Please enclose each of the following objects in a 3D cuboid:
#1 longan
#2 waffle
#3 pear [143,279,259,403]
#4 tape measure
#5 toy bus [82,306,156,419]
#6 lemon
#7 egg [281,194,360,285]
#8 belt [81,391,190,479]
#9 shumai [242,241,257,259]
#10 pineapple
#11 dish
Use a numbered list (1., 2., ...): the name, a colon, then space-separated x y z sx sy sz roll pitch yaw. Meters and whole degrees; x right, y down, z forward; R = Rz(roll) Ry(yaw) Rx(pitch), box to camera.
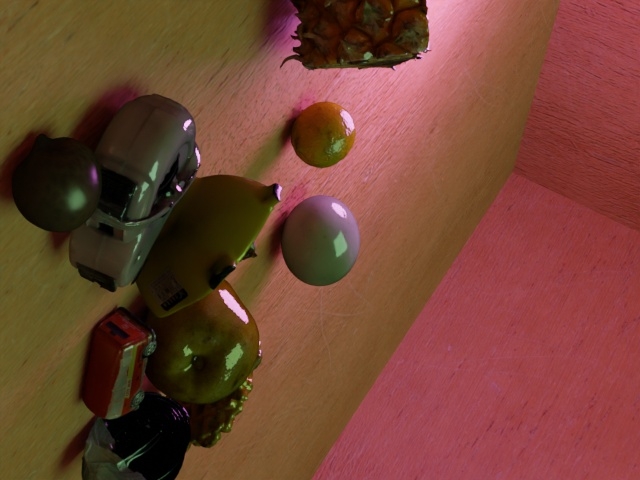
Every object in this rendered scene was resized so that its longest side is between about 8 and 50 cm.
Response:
1. longan: -0.293 -0.065 1.380 0.113 0.092 0.113 -4 96 -48
2. waffle: -0.181 0.240 2.065 0.059 0.238 0.243 32 85 -31
3. pear: -0.189 0.156 1.908 0.200 0.200 0.200 -55 163 -26
4. tape measure: -0.225 -0.080 1.522 0.197 0.120 0.236 105 9 -63
5. toy bus: -0.301 0.189 1.820 0.077 0.079 0.174 -30 146 -48
6. lemon: 0.006 -0.183 2.124 0.133 0.109 0.109 -44 157 -36
7. egg: 0.000 0.000 2.335 0.149 0.149 0.192 -49 151 -41
8. belt: -0.292 0.326 1.937 0.198 0.151 0.078 -50 167 -42
9. shumai: -0.162 -0.015 1.911 0.123 0.105 0.139 -30 120 -57
10. pineapple: 0.034 -0.394 1.838 0.344 0.209 0.286 -155 -119 -82
11. dish: -0.179 -0.017 1.682 0.262 0.108 0.221 -17 -142 60
